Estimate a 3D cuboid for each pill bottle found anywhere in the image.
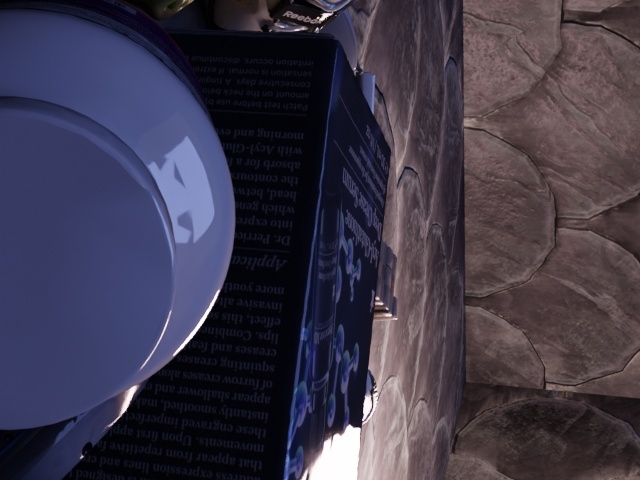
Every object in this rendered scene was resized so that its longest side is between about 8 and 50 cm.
[{"bbox_3d":[-0.139,-0.030,0.536,0.323,0.182,0.181,-118,-154,-71],"label":"pill bottle"}]

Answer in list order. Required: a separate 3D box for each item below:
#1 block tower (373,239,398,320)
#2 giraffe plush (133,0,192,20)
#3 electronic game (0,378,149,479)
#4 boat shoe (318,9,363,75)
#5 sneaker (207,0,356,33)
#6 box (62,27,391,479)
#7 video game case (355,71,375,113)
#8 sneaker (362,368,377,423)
[{"bbox_3d":[0.000,0.000,1.325,0.335,0.091,0.097,48,42,-53],"label":"block tower"},{"bbox_3d":[-0.101,-0.315,0.899,0.170,0.210,0.181,55,34,-20],"label":"giraffe plush"},{"bbox_3d":[-0.182,0.122,0.601,0.048,0.229,0.229,49,26,-7],"label":"electronic game"},{"bbox_3d":[0.001,-0.217,1.370,0.306,0.113,0.105,80,13,-52],"label":"boat shoe"},{"bbox_3d":[-0.018,-0.266,1.062,0.122,0.146,0.330,-14,142,-31],"label":"sneaker"},{"bbox_3d":[-0.078,0.055,0.921,0.293,0.212,0.395,45,51,-73],"label":"box"},{"bbox_3d":[0.036,-0.140,1.516,0.183,0.023,0.201,-152,-118,-70],"label":"video game case"},{"bbox_3d":[0.021,0.189,1.401,0.081,0.080,0.211,-57,148,-30],"label":"sneaker"}]
